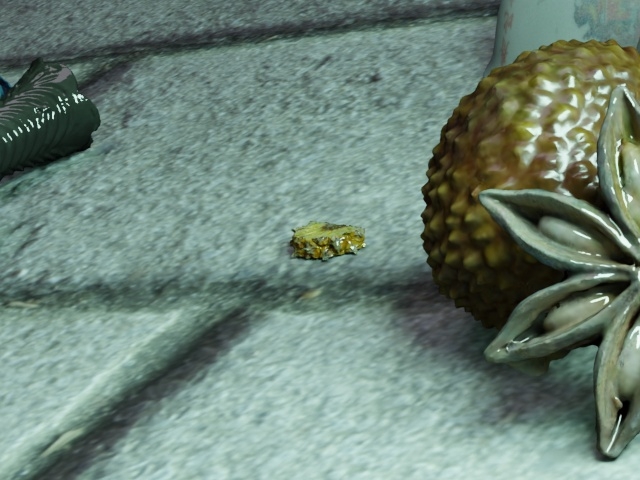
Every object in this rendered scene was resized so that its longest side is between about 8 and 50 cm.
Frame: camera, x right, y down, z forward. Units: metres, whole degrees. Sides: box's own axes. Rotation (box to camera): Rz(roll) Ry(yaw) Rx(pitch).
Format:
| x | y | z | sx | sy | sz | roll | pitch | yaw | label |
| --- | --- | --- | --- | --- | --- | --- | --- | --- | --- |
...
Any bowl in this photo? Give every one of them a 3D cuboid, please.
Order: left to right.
| x | y | z | sx | sy | sz | roll | pitch | yaw | label |
| --- | --- | --- | --- | --- | --- | --- | --- | --- | --- |
| 0.300 | -0.257 | 1.749 | 0.346 | 0.157 | 0.345 | -16 | 20 | 6 | bowl |

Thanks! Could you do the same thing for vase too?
| x | y | z | sx | sy | sz | roll | pitch | yaw | label |
| --- | --- | --- | --- | --- | --- | --- | --- | --- | --- |
| -0.348 | -0.086 | 1.910 | 0.237 | 0.115 | 0.115 | -36 | 27 | -34 | vase |

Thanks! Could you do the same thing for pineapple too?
| x | y | z | sx | sy | sz | roll | pitch | yaw | label |
| --- | --- | --- | --- | --- | --- | --- | --- | --- | --- |
| 0.000 | 0.000 | 1.520 | 0.045 | 0.019 | 0.083 | -23 | 19 | -32 | pineapple |

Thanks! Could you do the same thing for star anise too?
| x | y | z | sx | sy | sz | roll | pitch | yaw | label |
| --- | --- | --- | --- | --- | --- | --- | --- | --- | --- |
| 0.183 | 0.028 | 1.094 | 0.197 | 0.212 | 0.073 | -30 | -11 | 12 | star anise |

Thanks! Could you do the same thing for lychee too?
| x | y | z | sx | sy | sz | roll | pitch | yaw | label |
| --- | --- | --- | --- | --- | --- | --- | --- | --- | --- |
| 0.165 | -0.038 | 1.231 | 0.200 | 0.200 | 0.238 | -37 | 1 | -43 | lychee |

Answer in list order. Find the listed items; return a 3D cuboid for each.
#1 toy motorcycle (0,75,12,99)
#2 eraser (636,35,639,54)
| x | y | z | sx | sy | sz | roll | pitch | yaw | label |
| --- | --- | --- | --- | --- | --- | --- | --- | --- | --- |
| -0.438 | -0.109 | 2.015 | 0.182 | 0.123 | 0.272 | 1 | 23 | 41 | toy motorcycle |
| 0.386 | -0.146 | 1.319 | 0.331 | 0.331 | 0.150 | -11 | 19 | 16 | eraser |
